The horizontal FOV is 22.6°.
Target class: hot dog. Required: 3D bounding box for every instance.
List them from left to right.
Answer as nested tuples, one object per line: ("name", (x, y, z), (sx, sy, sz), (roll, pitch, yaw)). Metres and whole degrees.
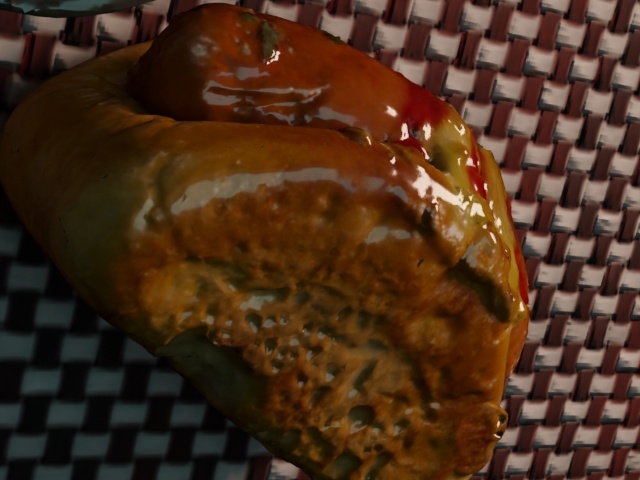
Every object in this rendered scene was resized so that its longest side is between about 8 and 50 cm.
("hot dog", (0.000, 0.000, 0.667), (0.153, 0.150, 0.257), (-45, 128, 1))

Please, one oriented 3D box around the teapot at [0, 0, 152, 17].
("teapot", (-0.076, -0.175, 0.447), (0.305, 0.285, 0.223), (-19, 118, -27))
